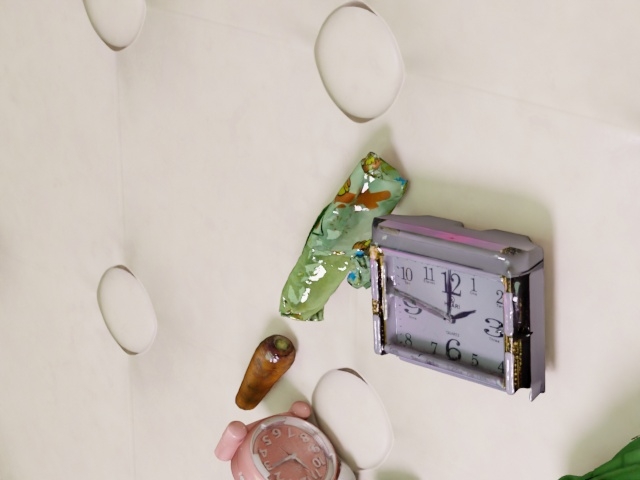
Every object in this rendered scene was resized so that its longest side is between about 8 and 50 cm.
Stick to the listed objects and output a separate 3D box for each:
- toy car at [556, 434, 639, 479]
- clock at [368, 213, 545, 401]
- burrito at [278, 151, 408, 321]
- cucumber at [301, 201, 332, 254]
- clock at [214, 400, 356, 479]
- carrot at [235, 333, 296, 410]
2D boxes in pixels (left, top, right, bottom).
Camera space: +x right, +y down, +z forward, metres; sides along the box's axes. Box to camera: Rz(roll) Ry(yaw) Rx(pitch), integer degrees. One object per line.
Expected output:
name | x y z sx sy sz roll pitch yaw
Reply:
toy car | 0.322 0.314 1.517 0.358 0.176 0.213 -34 42 49
clock | 0.163 0.074 1.722 0.253 0.083 0.186 14 114 43
burrito | 0.037 0.012 1.844 0.104 0.054 0.288 32 123 -1
cucumber | 0.000 0.000 1.905 0.037 0.037 0.155 46 131 25
clock | -0.047 0.319 1.990 0.162 0.166 0.093 53 137 29
carrot | -0.081 0.189 2.059 0.055 0.055 0.161 54 143 18
